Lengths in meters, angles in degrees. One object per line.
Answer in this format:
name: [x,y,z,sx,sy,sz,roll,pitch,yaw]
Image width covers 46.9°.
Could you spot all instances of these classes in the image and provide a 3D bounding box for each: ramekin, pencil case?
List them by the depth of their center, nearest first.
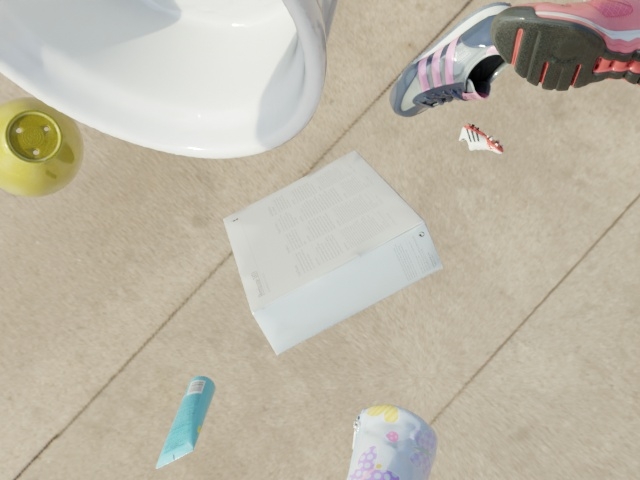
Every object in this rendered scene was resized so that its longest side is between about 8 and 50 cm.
ramekin: [-0.113,-0.188,0.489,0.277,0.277,0.135,13,64,10]
pencil case: [0.073,0.356,1.000,0.124,0.113,0.273,38,46,-12]

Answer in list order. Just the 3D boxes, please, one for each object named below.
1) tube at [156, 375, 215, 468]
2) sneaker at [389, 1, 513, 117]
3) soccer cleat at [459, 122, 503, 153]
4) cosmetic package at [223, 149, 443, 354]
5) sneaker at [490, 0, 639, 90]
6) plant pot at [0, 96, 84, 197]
tube: [-0.235,0.321,1.318,0.080,0.207,0.052,-35,106,19]
sneaker: [0.249,-0.299,1.384,0.112,0.319,0.131,0,65,-35]
soccer cleat: [0.249,-0.151,1.145,0.083,0.029,0.035,43,119,35]
cosmetic package: [0.000,0.000,1.234,0.284,0.377,0.097,-26,117,-2]
sneaker: [0.389,-0.288,1.026,0.314,0.116,0.136,7,55,-1]
plant pot: [-0.368,-0.126,0.943,0.134,0.095,0.134,1,87,-24]
